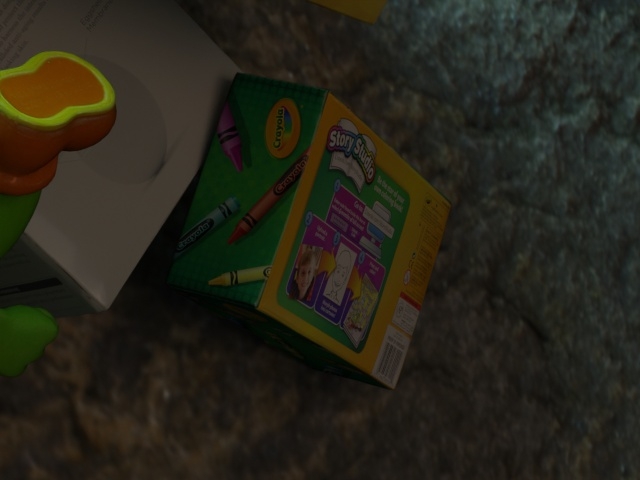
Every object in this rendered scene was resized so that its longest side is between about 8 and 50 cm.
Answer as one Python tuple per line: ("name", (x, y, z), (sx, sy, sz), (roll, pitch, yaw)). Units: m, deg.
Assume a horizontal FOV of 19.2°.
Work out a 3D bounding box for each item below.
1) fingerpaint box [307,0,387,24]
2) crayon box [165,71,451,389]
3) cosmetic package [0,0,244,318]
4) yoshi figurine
("fingerpaint box", (-0.179, -0.340, 1.241), (0.445, 0.371, 0.163), (16, 111, -38))
("crayon box", (0.000, 0.000, 1.437), (0.278, 0.081, 0.165), (36, 69, -62))
("cosmetic package", (-0.208, -0.098, 1.332), (0.224, 0.138, 0.224), (48, 56, -26))
("yoshi figurine", (-0.261, 0.009, 1.187), (0.203, 0.362, 0.203), (6, 39, -36))
